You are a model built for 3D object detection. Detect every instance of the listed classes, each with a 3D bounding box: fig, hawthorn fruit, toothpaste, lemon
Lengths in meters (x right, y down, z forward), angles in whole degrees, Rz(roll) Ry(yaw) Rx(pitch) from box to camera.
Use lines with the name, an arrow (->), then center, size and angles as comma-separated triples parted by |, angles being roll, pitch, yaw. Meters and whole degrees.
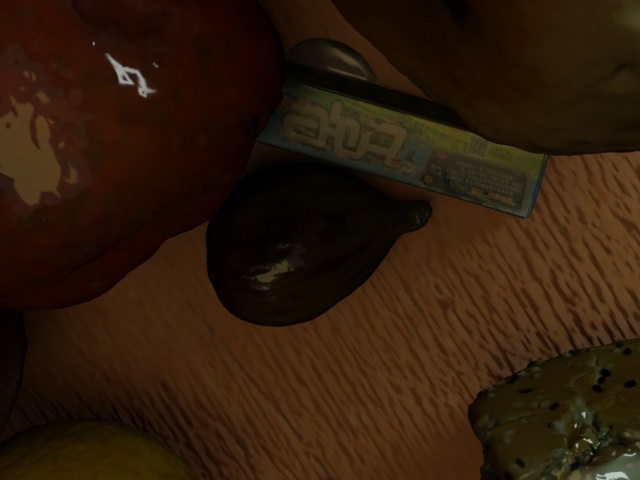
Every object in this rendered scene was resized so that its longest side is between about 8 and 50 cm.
fig -> 0.000, 0.000, 1.238 | 0.154, 0.103, 0.109 | -6, 83, -1
hawthorn fruit -> -0.184, -0.123, 1.150 | 0.276, 0.276, 0.307 | -30, 103, 19
toothpaste -> 0.057, -0.078, 1.228 | 0.193, 0.044, 0.070 | 16, 111, 6
lemon -> -0.180, 0.223, 1.299 | 0.256, 0.188, 0.188 | -24, 102, 20

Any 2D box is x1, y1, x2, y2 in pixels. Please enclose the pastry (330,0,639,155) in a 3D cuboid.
pastry -> 0.147, -0.244, 1.005 | 0.312, 0.388, 0.388 | -34, 102, -23

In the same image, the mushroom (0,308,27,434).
mushroom -> -0.309, 0.087, 1.271 | 0.253, 0.153, 0.253 | -15, 62, 29

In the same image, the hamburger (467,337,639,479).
hamburger -> 0.223, 0.153, 1.207 | 0.288, 0.192, 0.168 | -15, 113, -7
